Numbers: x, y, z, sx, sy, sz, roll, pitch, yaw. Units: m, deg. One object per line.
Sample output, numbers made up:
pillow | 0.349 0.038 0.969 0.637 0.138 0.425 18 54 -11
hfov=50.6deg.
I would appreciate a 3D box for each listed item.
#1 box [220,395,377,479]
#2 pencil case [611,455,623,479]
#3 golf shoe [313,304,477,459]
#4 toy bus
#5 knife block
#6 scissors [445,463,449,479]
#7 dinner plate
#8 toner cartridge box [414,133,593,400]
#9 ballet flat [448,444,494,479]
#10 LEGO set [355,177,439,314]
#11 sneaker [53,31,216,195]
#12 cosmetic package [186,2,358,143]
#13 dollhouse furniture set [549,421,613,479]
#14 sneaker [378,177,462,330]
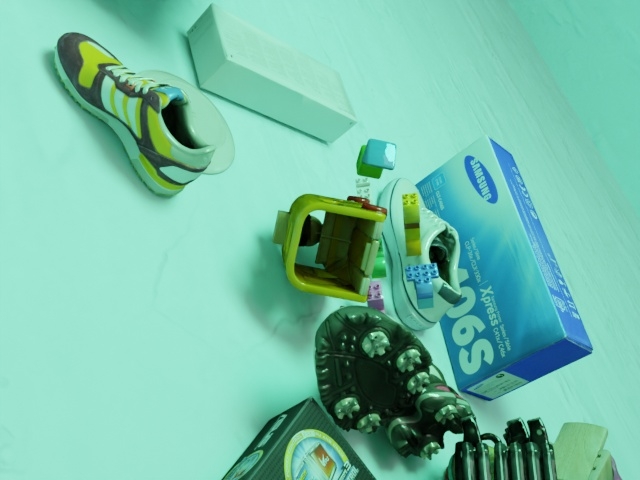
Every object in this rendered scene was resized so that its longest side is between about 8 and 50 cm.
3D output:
box | -0.014 0.275 0.485 0.216 0.060 0.270 53 31 -2
pencil case | 0.393 0.379 0.893 0.209 0.098 0.095 58 13 6
golf shoe | 0.055 0.126 0.666 0.273 0.105 0.120 51 4 -48
toy bus | 0.002 -0.004 0.729 0.105 0.202 0.190 12 51 -8
knife block | 0.169 0.306 0.607 0.242 0.088 0.275 -55 142 -77
scissors | 0.233 0.356 0.782 0.297 0.021 0.109 41 33 -24
dinner plate | -0.147 -0.136 0.751 0.141 0.017 0.141 34 35 -28
toner cartridge box | 0.236 0.030 0.959 0.075 0.165 0.347 26 40 -38
ballet flat | 0.271 0.345 0.719 0.348 0.123 0.123 57 31 -6
LEGO set | 0.091 -0.001 0.822 0.093 0.087 0.227 77 7 -52
sneaker | -0.171 -0.136 0.646 0.185 0.084 0.069 51 37 -6
cosmetic package | -0.059 -0.213 0.898 0.239 0.060 0.098 16 46 -45
dollhouse furniture set | 0.438 0.375 0.816 0.198 0.287 0.303 -31 114 -52
sneaker | 0.147 0.002 0.935 0.094 0.091 0.258 30 39 -35
